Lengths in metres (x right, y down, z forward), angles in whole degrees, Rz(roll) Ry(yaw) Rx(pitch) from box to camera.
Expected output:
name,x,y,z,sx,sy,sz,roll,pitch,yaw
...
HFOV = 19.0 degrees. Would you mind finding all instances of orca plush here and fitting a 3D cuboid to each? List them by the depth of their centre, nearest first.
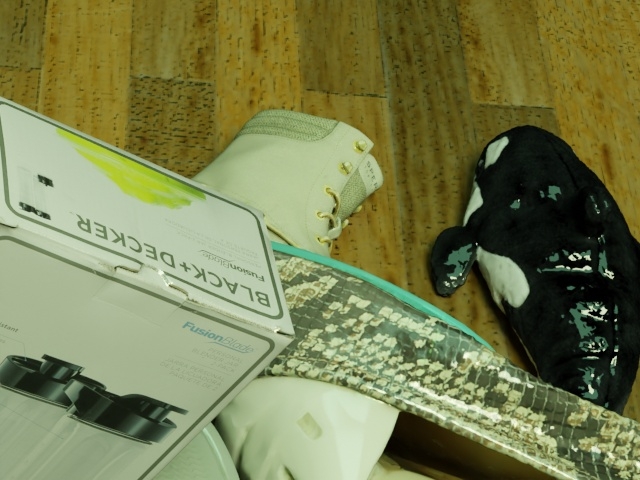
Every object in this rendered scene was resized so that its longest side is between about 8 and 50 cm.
name,x,y,z,sx,sy,sz,roll,pitch,yaw
orca plush,0.148,0.012,1.221,0.151,0.102,0.287,13,44,2

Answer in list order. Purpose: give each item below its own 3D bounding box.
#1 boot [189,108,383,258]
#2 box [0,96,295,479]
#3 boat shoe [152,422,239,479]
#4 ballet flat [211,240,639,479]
name,x,y,z,sx,sy,sz,roll,pitch,yaw
boot,0.000,0.000,1.225,0.213,0.077,0.165,29,45,21
box,-0.167,0.078,0.932,0.169,0.290,0.087,23,36,-33
boat shoe,-0.074,0.224,0.976,0.114,0.091,0.302,15,45,-30
ballet flat,0.091,0.147,1.037,0.482,0.164,0.182,23,46,8
